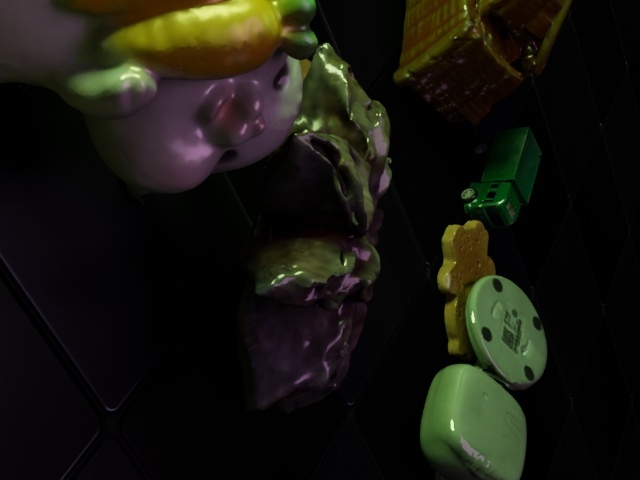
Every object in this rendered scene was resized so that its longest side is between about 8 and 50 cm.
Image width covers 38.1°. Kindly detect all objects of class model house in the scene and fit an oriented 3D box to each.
[{"bbox_3d":[0.210,-0.273,1.168,0.219,0.199,0.229,62,36,-12],"label":"model house"}]

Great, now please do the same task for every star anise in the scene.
[{"bbox_3d":[0.000,0.002,0.806,0.332,0.118,0.331,12,90,-80],"label":"star anise"}]

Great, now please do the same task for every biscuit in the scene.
[{"bbox_3d":[0.198,0.063,1.252,0.133,0.027,0.184,-29,112,-49],"label":"biscuit"}]

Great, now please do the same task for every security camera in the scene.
[{"bbox_3d":[0.212,0.180,1.194,0.157,0.080,0.301,41,48,-21],"label":"security camera"}]

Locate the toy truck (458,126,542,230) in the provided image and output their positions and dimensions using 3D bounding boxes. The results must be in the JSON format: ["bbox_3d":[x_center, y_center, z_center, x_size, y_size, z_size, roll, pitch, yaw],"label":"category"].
[{"bbox_3d":[0.252,-0.084,1.302,0.065,0.079,0.147,53,48,-39],"label":"toy truck"}]

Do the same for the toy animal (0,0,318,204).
[{"bbox_3d":[-0.133,-0.135,0.627,0.310,0.247,0.183,25,83,-36],"label":"toy animal"}]

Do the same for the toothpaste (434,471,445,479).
[{"bbox_3d":[0.203,0.259,1.244,0.218,0.033,0.052,-38,109,-54],"label":"toothpaste"}]

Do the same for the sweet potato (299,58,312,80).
[{"bbox_3d":[-0.062,-0.231,0.876,0.067,0.059,0.281,-34,116,-17],"label":"sweet potato"}]
